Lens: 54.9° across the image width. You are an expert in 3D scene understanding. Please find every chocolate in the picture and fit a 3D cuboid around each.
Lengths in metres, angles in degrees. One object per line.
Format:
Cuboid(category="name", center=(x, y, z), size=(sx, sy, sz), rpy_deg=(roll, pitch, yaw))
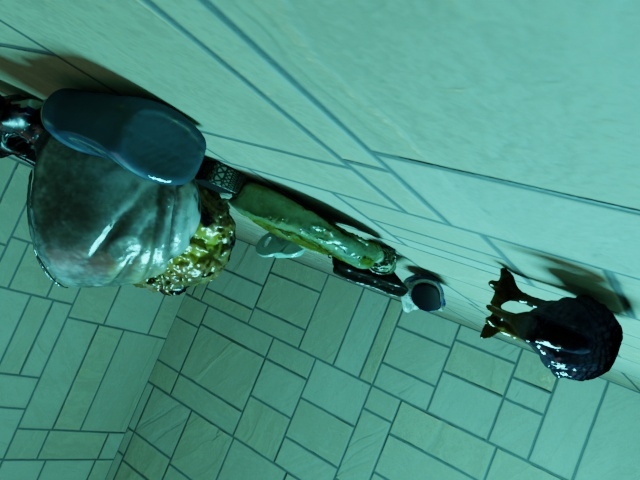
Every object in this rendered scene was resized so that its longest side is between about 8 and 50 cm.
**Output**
Cuboid(category="chocolate", center=(-0.312, -0.062, 1.025), size=(0.213, 0.303, 0.303), rpy_deg=(2, 172, 6))

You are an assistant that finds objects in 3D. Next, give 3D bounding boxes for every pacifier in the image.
Cuboid(category="pacifier", center=(-0.085, -0.020, 1.419), size=(0.150, 0.126, 0.116), rpy_deg=(0, 126, 32))

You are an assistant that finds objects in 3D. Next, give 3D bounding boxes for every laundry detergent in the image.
Cuboid(category="laundry detergent", center=(-0.287, -0.154, 0.836), size=(0.290, 0.094, 0.143), rpy_deg=(22, -178, 41))

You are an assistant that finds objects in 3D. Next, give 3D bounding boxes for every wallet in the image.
Cuboid(category="wallet", center=(0.103, 0.067, 1.406), size=(0.165, 0.042, 0.309), rpy_deg=(19, -173, -3))

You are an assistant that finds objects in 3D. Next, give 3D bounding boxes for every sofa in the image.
Cuboid(category="sofa", center=(-0.181, -0.110, 1.078), size=(0.060, 0.039, 0.118), rpy_deg=(27, 174, -28))

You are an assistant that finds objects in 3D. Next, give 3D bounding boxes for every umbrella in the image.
Cuboid(category="umbrella", center=(0.125, 0.039, 1.243), size=(0.067, 0.062, 0.143), rpy_deg=(53, -174, 18))

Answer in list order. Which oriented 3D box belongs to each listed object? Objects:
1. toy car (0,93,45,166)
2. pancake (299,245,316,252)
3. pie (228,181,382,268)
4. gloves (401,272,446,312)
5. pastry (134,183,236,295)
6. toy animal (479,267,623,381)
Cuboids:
Cuboid(category="toy car", center=(-0.556, -0.207, 1.268), size=(0.193, 0.118, 0.301), rpy_deg=(-1, 160, 26))
Cuboid(category="pancake", center=(0.001, 0.000, 1.301), size=(0.108, 0.017, 0.108), rpy_deg=(8, -147, -5))
Cuboid(category="pie", center=(-0.033, -0.027, 1.130), size=(0.303, 0.066, 0.302), rpy_deg=(24, 177, 1))
Cuboid(category="gloves", center=(0.242, 0.128, 1.429), size=(0.119, 0.097, 0.229), rpy_deg=(27, 171, 7))
Cuboid(category="pastry", center=(-0.362, -0.018, 1.463), size=(0.337, 0.292, 0.405), rpy_deg=(13, 174, -43))
Cuboid(category="toy animal", center=(0.328, 0.125, 0.859), size=(0.298, 0.122, 0.185), rpy_deg=(25, 174, -41))
